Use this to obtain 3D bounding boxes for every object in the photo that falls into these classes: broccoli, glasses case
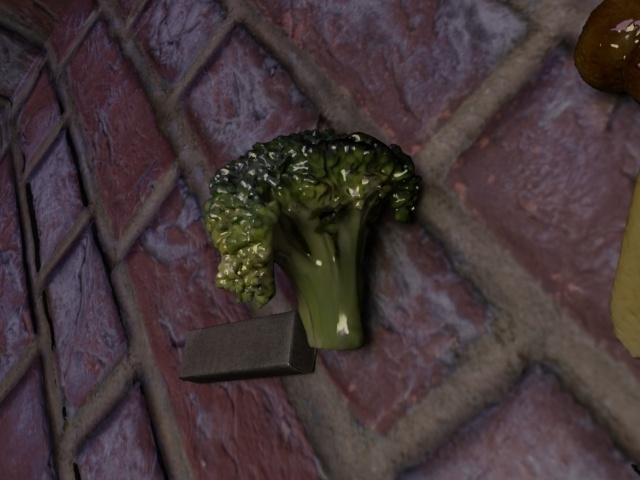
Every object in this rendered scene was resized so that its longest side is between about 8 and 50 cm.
[{"bbox_3d":[0.000,0.000,0.632,0.247,0.263,0.243,-14,91,5],"label":"broccoli"},{"bbox_3d":[-0.097,0.142,0.744,0.205,0.047,0.071,-16,57,37],"label":"glasses case"}]

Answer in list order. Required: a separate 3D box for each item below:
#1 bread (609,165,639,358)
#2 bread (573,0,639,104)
[{"bbox_3d":[0.342,0.033,0.411,0.240,0.135,0.178,30,126,45],"label":"bread"},{"bbox_3d":[0.353,-0.135,0.426,0.124,0.084,0.344,-53,44,-3],"label":"bread"}]
